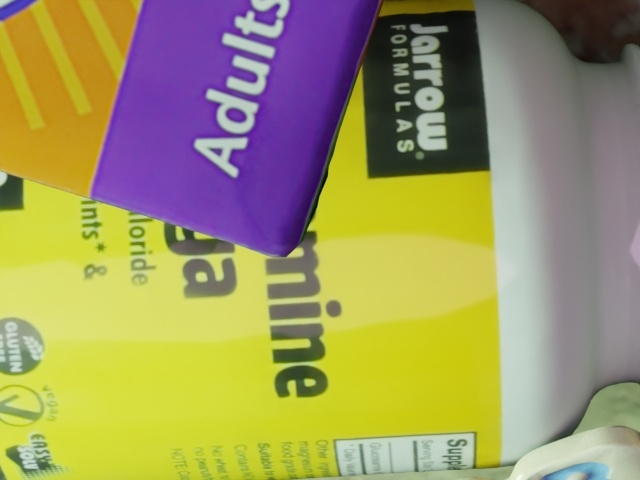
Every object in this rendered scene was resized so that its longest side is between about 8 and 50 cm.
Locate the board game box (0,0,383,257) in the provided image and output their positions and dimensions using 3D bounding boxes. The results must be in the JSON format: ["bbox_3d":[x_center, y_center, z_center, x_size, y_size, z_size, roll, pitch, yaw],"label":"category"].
[{"bbox_3d":[-0.104,-0.272,0.489,0.356,0.356,0.356,18,116,-2],"label":"board game box"}]

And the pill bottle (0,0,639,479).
[{"bbox_3d":[0.000,0.000,0.771,0.334,0.188,0.188,-4,110,2],"label":"pill bottle"}]

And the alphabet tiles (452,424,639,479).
[{"bbox_3d":[0.150,0.148,0.819,0.284,0.021,0.278,-22,142,16],"label":"alphabet tiles"}]
